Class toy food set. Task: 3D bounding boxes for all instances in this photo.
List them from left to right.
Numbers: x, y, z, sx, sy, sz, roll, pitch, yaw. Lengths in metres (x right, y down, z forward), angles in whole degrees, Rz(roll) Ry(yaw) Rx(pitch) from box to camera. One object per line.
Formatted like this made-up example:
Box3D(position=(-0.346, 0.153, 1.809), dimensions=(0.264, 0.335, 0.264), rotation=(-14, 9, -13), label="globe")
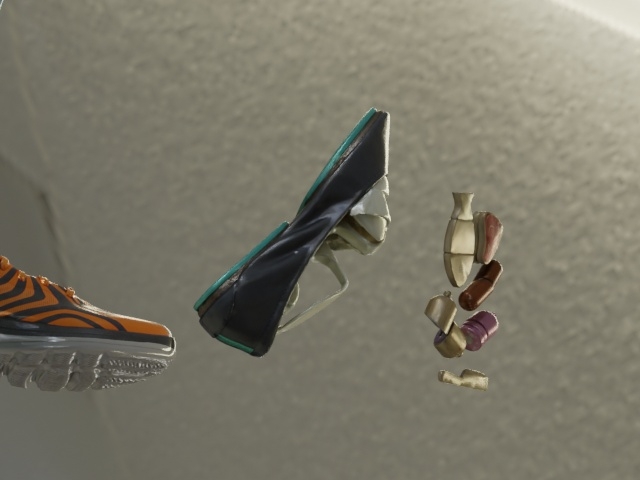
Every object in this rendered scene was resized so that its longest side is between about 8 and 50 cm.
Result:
Box3D(position=(0.094, 0.033, 1.228), dimensions=(0.019, 0.078, 0.122), rotation=(4, -98, 38), label="toy food set")

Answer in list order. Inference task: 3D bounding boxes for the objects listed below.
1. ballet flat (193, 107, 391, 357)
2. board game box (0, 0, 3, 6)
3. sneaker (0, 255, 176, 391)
Box3D(position=(0.000, 0.000, 1.272), dimensions=(0.074, 0.203, 0.074), rotation=(33, -26, 18), label="ballet flat")
Box3D(position=(-0.350, -0.104, 1.532), dimensions=(0.336, 0.079, 0.254), rotation=(-55, -163, 30), label="board game box")
Box3D(position=(-0.285, 0.034, 1.744), dimensions=(0.124, 0.321, 0.180), rotation=(135, -42, -58), label="sneaker")
